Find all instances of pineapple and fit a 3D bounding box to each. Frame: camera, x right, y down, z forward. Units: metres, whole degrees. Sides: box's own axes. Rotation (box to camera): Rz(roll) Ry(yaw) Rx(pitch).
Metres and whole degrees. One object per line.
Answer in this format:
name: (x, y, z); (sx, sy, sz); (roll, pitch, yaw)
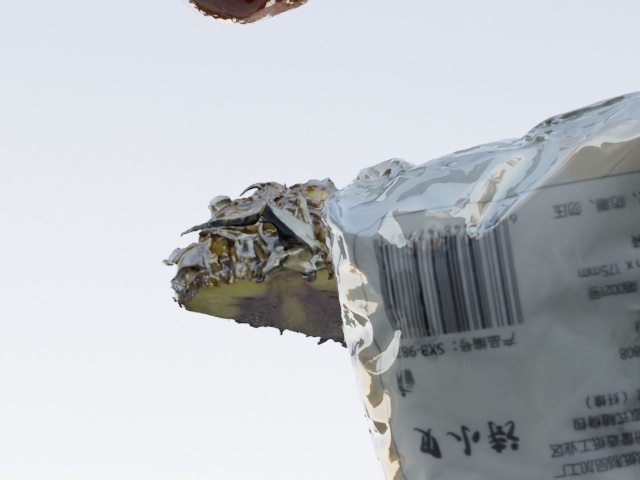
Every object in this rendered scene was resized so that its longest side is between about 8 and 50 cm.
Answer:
pineapple: (0.003, -0.002, 1.333); (0.335, 0.161, 0.158); (11, -29, -21)

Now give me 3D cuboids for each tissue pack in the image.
tissue pack: (0.202, 0.076, 1.104); (0.376, 0.195, 0.389); (-8, -87, 21)

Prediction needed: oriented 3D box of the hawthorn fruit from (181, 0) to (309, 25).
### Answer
hawthorn fruit: (-0.113, -0.355, 1.565); (0.211, 0.262, 0.210); (-17, -60, -33)
